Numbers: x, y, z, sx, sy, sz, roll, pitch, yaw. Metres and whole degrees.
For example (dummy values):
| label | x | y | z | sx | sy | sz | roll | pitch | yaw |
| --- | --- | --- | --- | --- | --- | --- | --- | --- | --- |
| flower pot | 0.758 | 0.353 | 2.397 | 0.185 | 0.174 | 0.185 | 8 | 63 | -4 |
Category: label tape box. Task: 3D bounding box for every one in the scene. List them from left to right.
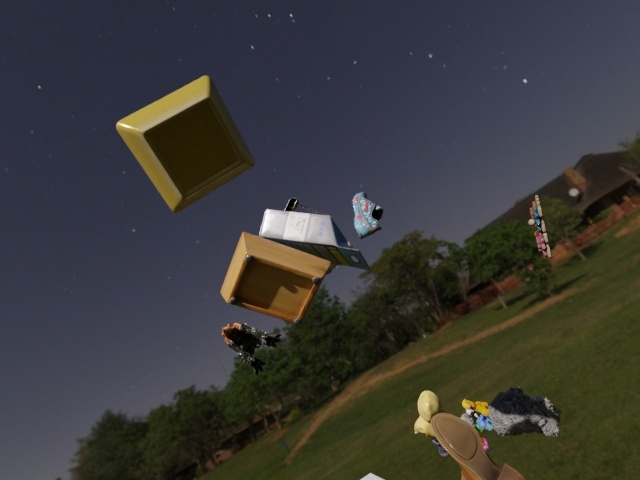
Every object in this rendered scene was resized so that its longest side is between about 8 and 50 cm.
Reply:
| label | x | y | z | sx | sy | sz | roll | pitch | yaw |
| --- | --- | --- | --- | --- | --- | --- | --- | --- | --- |
| label tape box | 0.000 | 0.000 | 1.427 | 0.333 | 0.106 | 0.240 | 7 | -16 | 19 |

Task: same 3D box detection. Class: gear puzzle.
| label | x | y | z | sx | sy | sz | roll | pitch | yaw |
| --- | --- | --- | --- | --- | --- | --- | --- | --- | --- |
| gear puzzle | 0.721 | -0.058 | 1.424 | 0.044 | 0.176 | 0.339 | -12 | 7 | 27 |

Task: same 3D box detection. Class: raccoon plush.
| label | x | y | z | sx | sy | sz | roll | pitch | yaw |
| --- | --- | --- | --- | --- | --- | --- | --- | --- | --- |
| raccoon plush | 0.899 | 0.865 | 2.005 | 0.446 | 0.216 | 0.299 | -28 | -10 | -6 |

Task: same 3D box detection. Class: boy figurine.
| label | x | y | z | sx | sy | sz | roll | pitch | yaw |
| --- | --- | --- | --- | --- | --- | --- | --- | --- | --- |
| boy figurine | 0.402 | 0.638 | 1.482 | 0.177 | 0.285 | 0.092 | -21 | 26 | 26 |

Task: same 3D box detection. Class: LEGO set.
| label | x | y | z | sx | sy | sz | roll | pitch | yaw |
| --- | --- | --- | --- | --- | --- | --- | --- | --- | --- |
| LEGO set | 0.556 | 0.637 | 1.552 | 0.227 | 0.093 | 0.087 | -50 | -23 | -70 |

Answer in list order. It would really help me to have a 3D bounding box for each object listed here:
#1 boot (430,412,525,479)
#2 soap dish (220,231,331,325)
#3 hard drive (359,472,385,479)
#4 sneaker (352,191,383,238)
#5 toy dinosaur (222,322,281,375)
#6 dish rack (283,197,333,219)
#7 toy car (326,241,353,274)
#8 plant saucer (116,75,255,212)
| label | x | y | z | sx | sy | sz | roll | pitch | yaw |
| --- | --- | --- | --- | --- | --- | --- | --- | --- | --- |
| boot | 0.420 | 0.630 | 1.192 | 0.109 | 0.283 | 0.220 | -39 | -38 | -31 |
| soap dish | -0.140 | 0.127 | 1.320 | 0.290 | 0.118 | 0.229 | 19 | -67 | -13 |
| hard drive | 0.157 | 1.212 | 2.009 | 0.307 | 0.040 | 0.203 | -21 | -9 | -23 |
| sneaker | 0.212 | -0.116 | 1.832 | 0.125 | 0.262 | 0.104 | -19 | -46 | 19 |
| toy dinosaur | -0.294 | 0.387 | 1.628 | 0.322 | 0.218 | 0.164 | 7 | -73 | -66 |
| dish rack | -0.074 | -0.085 | 2.273 | 0.208 | 0.271 | 0.074 | -66 | -13 | -4 |
| toy car | 0.040 | 0.050 | 1.790 | 0.182 | 0.136 | 0.159 | -33 | -8 | -20 |
| plant saucer | -0.402 | -0.296 | 1.358 | 0.332 | 0.081 | 0.333 | -36 | -59 | -16 |
